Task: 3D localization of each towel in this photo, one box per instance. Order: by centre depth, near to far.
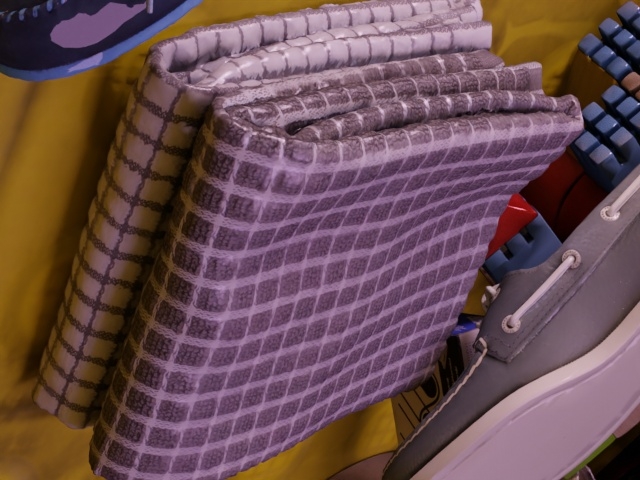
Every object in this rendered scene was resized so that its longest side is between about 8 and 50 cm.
[{"bbox_3d":[0.000,0.000,0.963,0.284,0.121,0.235,-15,134,-45],"label":"towel"}]

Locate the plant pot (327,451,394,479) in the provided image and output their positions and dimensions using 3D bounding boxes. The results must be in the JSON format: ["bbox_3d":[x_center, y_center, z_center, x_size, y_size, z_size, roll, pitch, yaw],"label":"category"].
[{"bbox_3d":[0.057,0.329,1.312,0.284,0.191,0.284,-34,145,-27],"label":"plant pot"}]

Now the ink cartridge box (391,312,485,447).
[{"bbox_3d":[0.098,0.153,1.172,0.046,0.097,0.207,-15,101,-29],"label":"ink cartridge box"}]

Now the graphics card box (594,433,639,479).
[{"bbox_3d":[0.268,0.293,1.524,0.371,0.094,0.233,-38,-171,-19],"label":"graphics card box"}]

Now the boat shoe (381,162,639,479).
[{"bbox_3d":[0.152,0.058,1.085,0.319,0.099,0.116,-42,145,5],"label":"boat shoe"}]

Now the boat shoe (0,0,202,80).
[{"bbox_3d":[-0.065,-0.176,0.738,0.258,0.109,0.089,-54,146,-29],"label":"boat shoe"}]

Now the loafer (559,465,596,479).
[{"bbox_3d":[0.228,0.266,1.312,0.092,0.268,0.102,-35,-159,30],"label":"loafer"}]

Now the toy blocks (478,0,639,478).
[{"bbox_3d":[0.244,-0.043,1.203,0.381,0.191,0.261,-39,133,1],"label":"toy blocks"}]
